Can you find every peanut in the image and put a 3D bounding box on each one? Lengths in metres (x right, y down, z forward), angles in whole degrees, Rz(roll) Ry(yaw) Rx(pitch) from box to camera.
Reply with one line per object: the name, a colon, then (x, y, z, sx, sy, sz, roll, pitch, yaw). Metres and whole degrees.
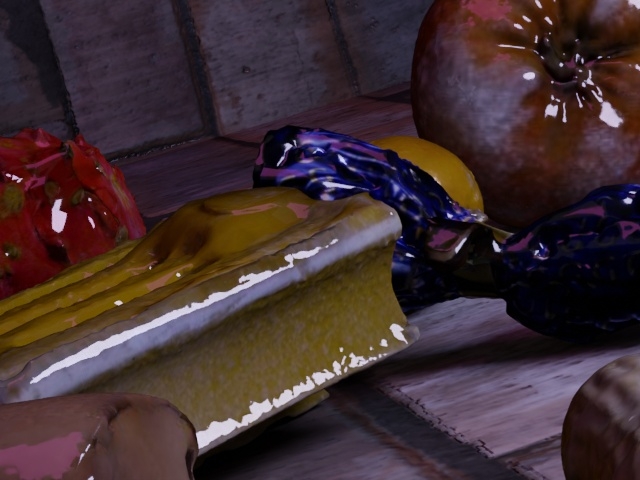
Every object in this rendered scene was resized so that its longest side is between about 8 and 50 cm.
peanut: (0.136, 0.090, 0.606, 0.087, 0.087, 0.207, -15, 9, 1)

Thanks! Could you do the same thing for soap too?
soap: (-0.119, 0.072, 0.959, 0.281, 0.143, 0.259, -22, 7, -39)

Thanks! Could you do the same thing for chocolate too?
chocolate: (0.116, 0.007, 1.043, 0.343, 0.126, 0.148, 7, 7, 25)

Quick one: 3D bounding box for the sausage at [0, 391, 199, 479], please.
sausage: (-0.179, 0.138, 0.725, 0.252, 0.123, 0.123, -14, 9, 14)

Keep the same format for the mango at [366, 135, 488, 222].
mango: (0.000, 0.000, 1.273, 0.316, 0.119, 0.176, -11, 22, 40)

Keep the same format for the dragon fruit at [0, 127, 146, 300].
dragon fruit: (-0.257, 0.028, 1.298, 0.268, 0.205, 0.210, -28, 16, -18)

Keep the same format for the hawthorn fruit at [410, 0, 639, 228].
hawthorn fruit: (0.193, -0.129, 1.376, 0.235, 0.231, 0.263, -1, 19, 19)
